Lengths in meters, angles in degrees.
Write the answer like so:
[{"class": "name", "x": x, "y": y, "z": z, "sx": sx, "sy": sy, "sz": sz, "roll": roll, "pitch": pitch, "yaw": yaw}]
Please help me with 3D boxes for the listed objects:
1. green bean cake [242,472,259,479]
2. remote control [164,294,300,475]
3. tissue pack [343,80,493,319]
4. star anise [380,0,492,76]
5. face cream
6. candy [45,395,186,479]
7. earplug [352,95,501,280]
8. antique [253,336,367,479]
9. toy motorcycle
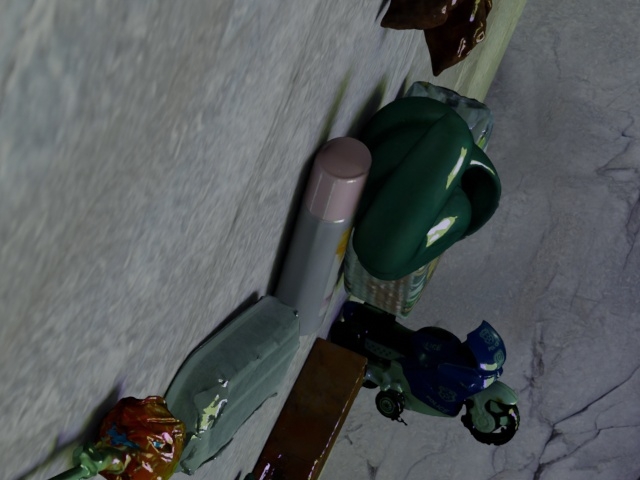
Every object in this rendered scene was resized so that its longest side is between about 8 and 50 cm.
[{"class": "green bean cake", "x": -0.107, "y": 0.428, "z": 1.424, "sx": 0.208, "sy": 0.107, "sz": 0.193, "roll": -59, "pitch": 168, "yaw": -50}, {"class": "remote control", "x": -0.075, "y": 0.120, "z": 0.956, "sx": 0.247, "sy": 0.052, "sz": 0.104, "roll": -39, "pitch": 151, "yaw": -67}, {"class": "tissue pack", "x": 0.123, "y": -0.043, "z": 1.485, "sx": 0.228, "sy": 0.128, "sz": 0.311, "roll": -62, "pitch": 171, "yaw": -14}, {"class": "star anise", "x": 0.134, "y": -0.262, "z": 1.071, "sx": 0.196, "sy": 0.111, "sz": 0.212, "roll": -59, "pitch": 178, "yaw": -5}, {"class": "face cream", "x": 0.000, "y": 0.000, "z": 1.069, "sx": 0.084, "sy": 0.057, "sz": 0.198, "roll": -64, "pitch": 174, "yaw": -53}, {"class": "candy", "x": -0.137, "y": 0.133, "z": 0.638, "sx": 0.060, "sy": 0.060, "sz": 0.201, "roll": -68, "pitch": 164, "yaw": 10}, {"class": "earplug", "x": 0.094, "y": -0.068, "z": 1.153, "sx": 0.280, "sy": 0.164, "sz": 0.257, "roll": -98, "pitch": 162, "yaw": -44}, {"class": "antique", "x": -0.030, "y": 0.302, "z": 1.621, "sx": 0.093, "sy": 0.087, "sz": 0.310, "roll": 87, "pitch": 28, "yaw": -68}, {"class": "toy motorcycle", "x": 0.168, "y": 0.192, "z": 1.751, "sx": 0.125, "sy": 0.331, "sz": 0.196, "roll": -30, "pitch": 134, "yaw": -50}]
